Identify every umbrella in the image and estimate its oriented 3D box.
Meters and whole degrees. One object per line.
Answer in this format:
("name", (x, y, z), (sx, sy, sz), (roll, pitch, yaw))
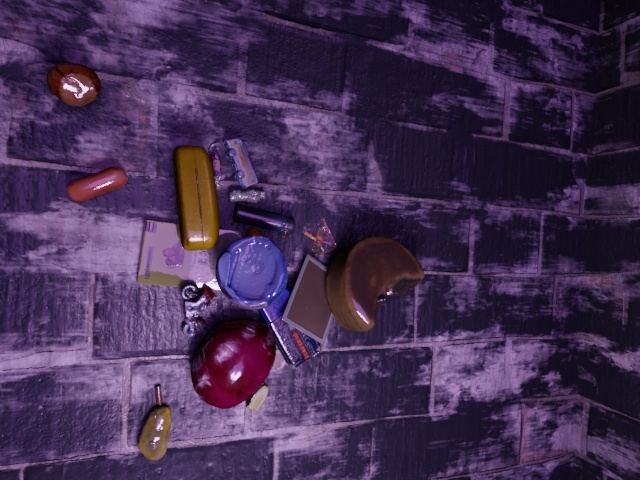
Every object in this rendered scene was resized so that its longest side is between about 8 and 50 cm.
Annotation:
("umbrella", (-0.282, -0.174, 1.630), (0.143, 0.067, 0.062), (-3, 64, -15))

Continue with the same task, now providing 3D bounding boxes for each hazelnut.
("hazelnut", (-0.808, -0.518, 1.387), (0.154, 0.143, 0.143), (-20, 99, -27))

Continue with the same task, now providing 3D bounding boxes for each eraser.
("eraser", (-0.129, 0.337, 1.683), (0.155, 0.101, 0.332), (-31, 102, -18))

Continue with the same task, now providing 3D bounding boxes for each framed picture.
("framed picture", (-0.024, 0.236, 1.700), (0.232, 0.019, 0.296), (38, 57, -28))

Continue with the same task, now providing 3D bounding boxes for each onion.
("onion", (-0.315, 0.440, 1.528), (0.336, 0.260, 0.282), (-37, 98, -10))

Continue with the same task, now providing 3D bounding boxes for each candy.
("candy", (-0.395, -0.283, 1.592), (0.045, 0.043, 0.175), (-4, 94, -11))

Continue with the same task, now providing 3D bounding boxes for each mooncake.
("mooncake", (0.223, 0.184, 1.721), (0.393, 0.246, 0.394), (13, 72, -25))

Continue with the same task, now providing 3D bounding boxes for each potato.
("potato", (-0.594, 0.696, 1.527), (0.105, 0.085, 0.188), (19, 80, -23))

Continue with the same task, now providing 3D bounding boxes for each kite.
("kite", (0.000, 0.000, 1.771), (0.159, 0.010, 0.190), (20, 84, -20))

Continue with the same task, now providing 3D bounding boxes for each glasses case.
("glasses case", (-0.436, -0.147, 1.501), (0.141, 0.173, 0.372), (-4, 81, -24))

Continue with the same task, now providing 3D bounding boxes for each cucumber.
("cucumber", (-0.250, 0.623, 1.681), (0.067, 0.035, 0.107), (43, 75, -35))

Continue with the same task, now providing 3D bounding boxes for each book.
("book", (-0.481, 0.061, 1.575), (0.351, 0.035, 0.240), (8, 90, -22))

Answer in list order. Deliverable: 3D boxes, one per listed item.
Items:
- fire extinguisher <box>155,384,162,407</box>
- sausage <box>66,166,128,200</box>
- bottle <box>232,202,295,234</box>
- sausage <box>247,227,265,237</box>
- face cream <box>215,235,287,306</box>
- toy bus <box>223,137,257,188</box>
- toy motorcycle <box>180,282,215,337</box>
("fire extinguisher", (-0.597, 0.575, 1.554), (0.028, 0.022, 0.083), (-3, 94, 17))
("sausage", (-0.759, -0.194, 1.440), (0.194, 0.077, 0.077), (-26, 101, -18))
("bottle", (-0.217, -0.080, 1.650), (0.244, 0.072, 0.082), (12, 58, -21))
("sausage", (-0.227, 0.024, 1.662), (0.062, 0.054, 0.183), (-37, 103, -46))
("face cream", (-0.238, 0.121, 1.501), (0.248, 0.225, 0.249), (1, 79, -6))
("toy bus", (-0.307, -0.296, 1.616), (0.075, 0.064, 0.191), (-24, 100, -25))
("toy motorcycle", (-0.455, 0.258, 1.570), (0.122, 0.082, 0.213), (-1, 104, -17))
